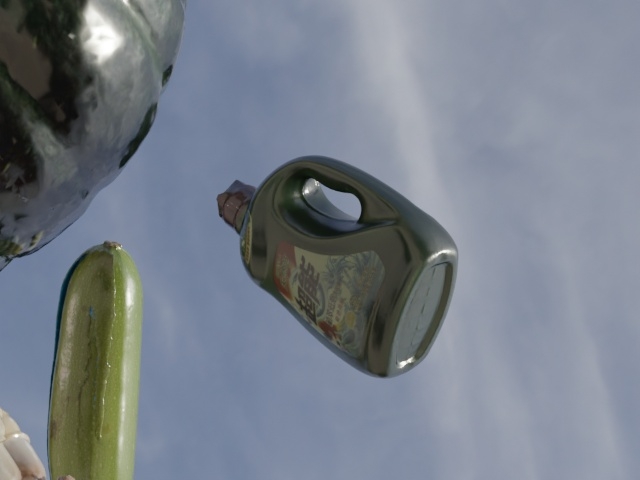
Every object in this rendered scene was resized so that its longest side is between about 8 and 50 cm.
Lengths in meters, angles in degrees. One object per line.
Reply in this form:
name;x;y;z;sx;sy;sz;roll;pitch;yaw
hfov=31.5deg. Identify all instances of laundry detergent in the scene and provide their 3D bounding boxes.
laundry detergent;0.000;0.000;0.875;0.222;0.078;0.144;37;-52;33

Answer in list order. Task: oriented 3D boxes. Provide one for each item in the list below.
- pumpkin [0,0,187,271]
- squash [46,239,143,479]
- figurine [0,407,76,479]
pumpkin;-0.175;-0.099;0.430;0.250;0.250;0.216;29;-28;15
squash;-0.218;0.169;1.084;0.094;0.094;0.341;4;-87;26
figurine;-0.172;0.234;0.742;0.257;0.144;0.182;33;-15;19
